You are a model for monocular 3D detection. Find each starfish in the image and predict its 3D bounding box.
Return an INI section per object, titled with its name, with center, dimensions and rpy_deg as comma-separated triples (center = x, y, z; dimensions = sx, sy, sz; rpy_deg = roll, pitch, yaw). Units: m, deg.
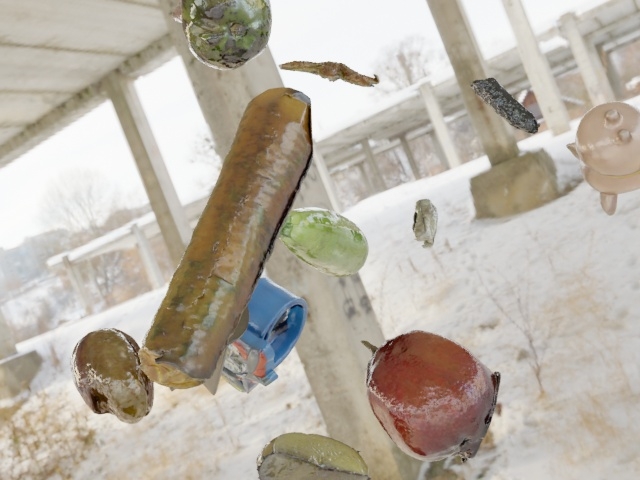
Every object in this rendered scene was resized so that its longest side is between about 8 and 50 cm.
[starfish]
center = 0.027, -0.358, 1.411
dimensions = 0.240, 0.043, 0.227
rpy_deg = 2, 17, -18

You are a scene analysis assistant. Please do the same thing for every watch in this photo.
[watch]
center = -0.160, 0.271, 1.828
dimensions = 0.274, 0.241, 0.305
rpy_deg = -44, -27, -35

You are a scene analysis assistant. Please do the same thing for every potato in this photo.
[potato]
center = -0.027, 0.497, 1.443
dimensions = 0.098, 0.243, 0.138
rpy_deg = -97, 29, -62

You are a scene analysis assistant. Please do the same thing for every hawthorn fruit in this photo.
[hawthorn fruit]
center = 0.160, 0.224, 1.032
dimensions = 0.189, 0.251, 0.190
rpy_deg = -36, -27, -22

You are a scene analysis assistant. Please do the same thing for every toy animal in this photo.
[toy animal]
center = 0.540, -0.165, 1.207
dimensions = 0.149, 0.165, 0.248
rpy_deg = -14, -21, 14

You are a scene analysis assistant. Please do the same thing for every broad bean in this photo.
[broad bean]
center = -0.368, 0.240, 1.169
dimensions = 0.122, 0.156, 0.228
rpy_deg = -13, 25, -27

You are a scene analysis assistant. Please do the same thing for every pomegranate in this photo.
[pomegranate]
center = -0.147, -0.303, 0.907
dimensions = 0.163, 0.138, 0.126
rpy_deg = 6, 39, 21

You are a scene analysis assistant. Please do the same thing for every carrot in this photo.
[carrot]
center = -0.066, -0.010, 0.519
dimensions = 0.070, 0.070, 0.260
rpy_deg = -21, 41, 53

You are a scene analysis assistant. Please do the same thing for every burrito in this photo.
[burrito]
center = 0.241, -0.046, 1.532
dimensions = 0.045, 0.058, 0.188
rpy_deg = -54, 11, 35

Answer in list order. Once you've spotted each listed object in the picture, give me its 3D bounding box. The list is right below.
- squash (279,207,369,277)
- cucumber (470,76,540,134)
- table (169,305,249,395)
[squash]
center = 0.007, -0.004, 1.247
dimensions = 0.118, 0.118, 0.370
rpy_deg = -22, -18, 14
[cucumber]
center = 0.393, -0.284, 1.406
dimensions = 0.053, 0.181, 0.053
rpy_deg = -33, -22, -16
[table]
center = -0.248, 0.216, 1.376
dimensions = 0.167, 0.167, 0.227
rpy_deg = -22, -33, -35
